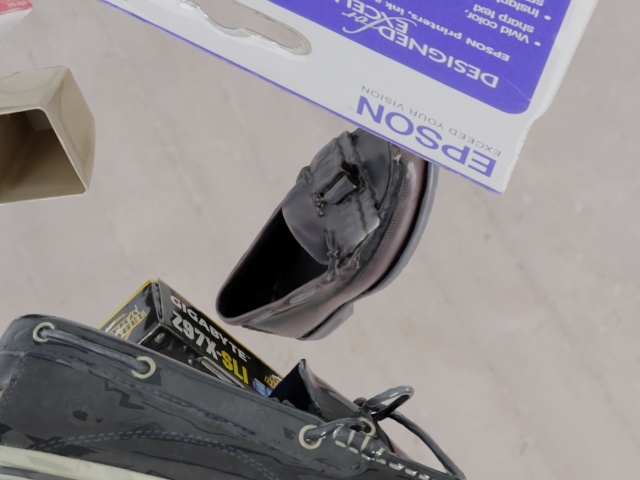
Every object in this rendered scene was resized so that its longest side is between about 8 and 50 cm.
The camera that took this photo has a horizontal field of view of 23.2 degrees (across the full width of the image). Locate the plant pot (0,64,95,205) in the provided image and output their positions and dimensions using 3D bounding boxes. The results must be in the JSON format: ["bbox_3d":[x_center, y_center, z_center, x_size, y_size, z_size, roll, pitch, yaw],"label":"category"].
[{"bbox_3d":[-0.279,-0.110,1.516,0.109,0.109,0.096,-6,40,21],"label":"plant pot"}]

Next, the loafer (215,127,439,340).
[{"bbox_3d":[0.000,0.000,1.249,0.095,0.302,0.109,-2,62,-24],"label":"loafer"}]

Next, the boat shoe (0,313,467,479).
[{"bbox_3d":[-0.004,0.163,1.051,0.500,0.187,0.156,15,62,-9],"label":"boat shoe"}]

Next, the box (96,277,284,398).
[{"bbox_3d":[-0.154,0.221,1.281,0.257,0.322,0.079,40,15,-28],"label":"box"}]

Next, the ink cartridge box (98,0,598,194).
[{"bbox_3d":[-0.017,-0.114,0.410,0.206,0.208,0.045,27,65,7],"label":"ink cartridge box"}]

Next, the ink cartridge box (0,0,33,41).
[{"bbox_3d":[-0.380,-0.236,1.353,0.218,0.158,0.092,53,30,0],"label":"ink cartridge box"}]
